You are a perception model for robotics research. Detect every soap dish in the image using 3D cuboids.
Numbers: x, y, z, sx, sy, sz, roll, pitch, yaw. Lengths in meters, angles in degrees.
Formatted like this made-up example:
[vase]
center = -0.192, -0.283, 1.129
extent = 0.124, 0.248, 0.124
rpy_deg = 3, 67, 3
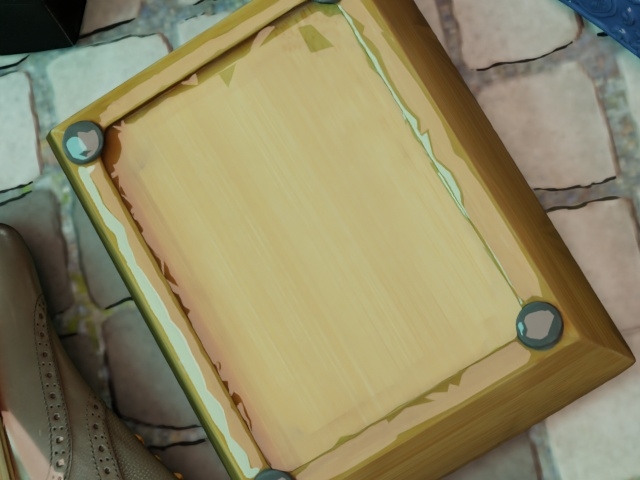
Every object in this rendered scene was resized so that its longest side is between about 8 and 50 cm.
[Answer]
[soap dish]
center = 0.000, 0.000, 0.723
extent = 0.229, 0.118, 0.291
rpy_deg = -31, 80, 5

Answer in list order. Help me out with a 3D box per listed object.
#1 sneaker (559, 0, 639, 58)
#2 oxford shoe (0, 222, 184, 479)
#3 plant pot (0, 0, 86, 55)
[sneaker]
center = 0.176, -0.175, 0.739
extent = 0.090, 0.081, 0.232
rpy_deg = -40, 74, -16
[oxford shoe]
center = -0.136, 0.149, 0.749
extent = 0.132, 0.130, 0.364
rpy_deg = -10, 72, -24
[plant pot]
center = -0.218, -0.200, 0.763
extent = 0.167, 0.188, 0.187
rpy_deg = 12, 85, -2
